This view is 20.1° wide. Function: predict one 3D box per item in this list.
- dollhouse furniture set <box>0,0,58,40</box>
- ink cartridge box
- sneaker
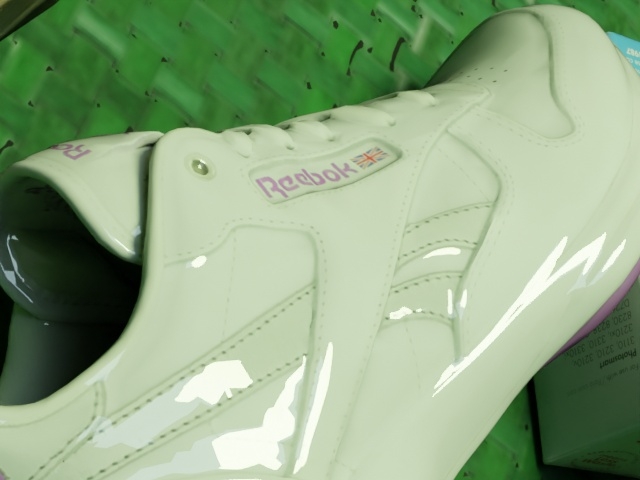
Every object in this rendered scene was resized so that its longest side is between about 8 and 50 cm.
[{"bbox_3d":[-0.102,-0.179,0.482,0.212,0.161,0.242,53,47,-8],"label":"dollhouse furniture set"},{"bbox_3d":[0.129,0.028,0.646,0.104,0.061,0.181,13,61,-35],"label":"ink cartridge box"},{"bbox_3d":[0.000,0.000,0.514,0.152,0.114,0.305,49,47,-13],"label":"sneaker"}]
